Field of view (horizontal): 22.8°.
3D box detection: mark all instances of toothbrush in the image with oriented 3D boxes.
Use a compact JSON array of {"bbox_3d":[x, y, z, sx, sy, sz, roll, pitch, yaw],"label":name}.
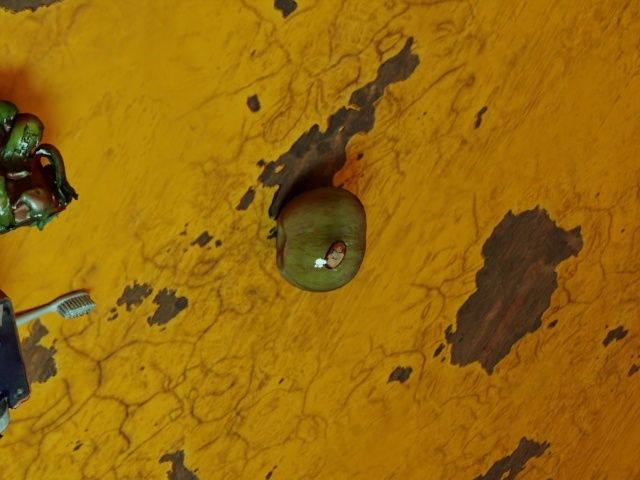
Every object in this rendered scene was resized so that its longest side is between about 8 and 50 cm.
[{"bbox_3d":[-0.359,0.102,1.644,0.286,0.025,0.020,-19,135,-34],"label":"toothbrush"}]

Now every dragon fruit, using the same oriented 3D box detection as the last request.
[{"bbox_3d":[-0.295,-0.051,1.510,0.138,0.142,0.175,-64,159,-75],"label":"dragon fruit"}]

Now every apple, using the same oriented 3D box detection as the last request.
[{"bbox_3d":[0.000,-0.002,1.853,0.102,0.126,0.126,3,127,-8],"label":"apple"}]

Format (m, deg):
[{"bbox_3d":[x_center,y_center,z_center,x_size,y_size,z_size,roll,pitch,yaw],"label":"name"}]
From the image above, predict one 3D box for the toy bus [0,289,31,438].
[{"bbox_3d":[-0.445,0.146,1.479,0.329,0.153,0.143,-27,132,-27],"label":"toy bus"}]
